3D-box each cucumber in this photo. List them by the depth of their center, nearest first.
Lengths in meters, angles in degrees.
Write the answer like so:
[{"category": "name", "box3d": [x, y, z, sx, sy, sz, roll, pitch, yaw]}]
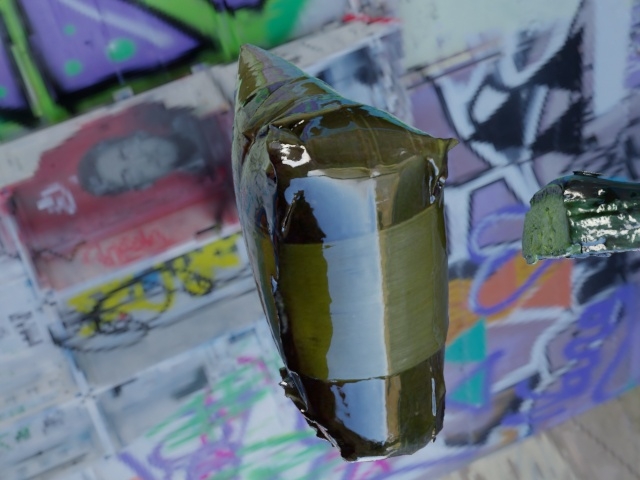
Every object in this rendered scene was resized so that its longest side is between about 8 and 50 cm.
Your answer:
[{"category": "cucumber", "box3d": [0.275, -0.021, 1.094, 0.115, 0.193, 0.086, 19, -107, -72]}]

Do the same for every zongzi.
[{"category": "zongzi", "box3d": [0.000, 0.000, 1.017, 0.317, 0.154, 0.289, -127, 30, -60]}]
